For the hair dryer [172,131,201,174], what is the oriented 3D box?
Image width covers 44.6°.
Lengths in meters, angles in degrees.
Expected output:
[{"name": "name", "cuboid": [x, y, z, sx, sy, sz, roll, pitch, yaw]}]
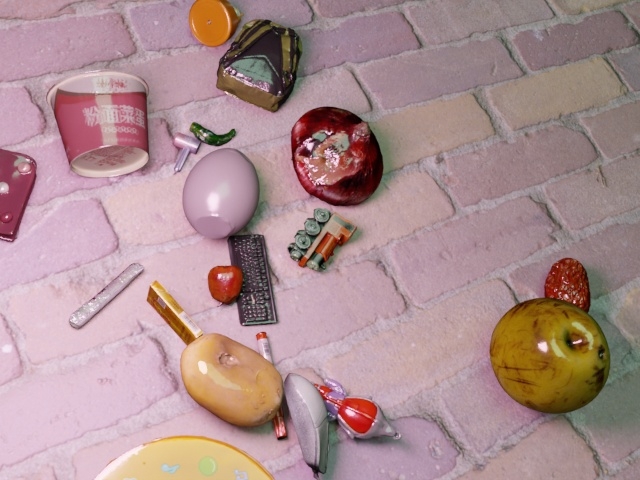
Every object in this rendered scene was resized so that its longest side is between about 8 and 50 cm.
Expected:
[{"name": "hair dryer", "cuboid": [-0.343, -0.208, 1.916, 0.063, 0.037, 0.114, 21, 64, -4]}]

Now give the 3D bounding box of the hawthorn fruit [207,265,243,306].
[{"name": "hawthorn fruit", "cuboid": [-0.215, 0.103, 1.759, 0.081, 0.081, 0.093, 1, 87, -18]}]

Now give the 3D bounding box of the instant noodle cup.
[{"name": "instant noodle cup", "cuboid": [-0.494, -0.259, 1.788, 0.234, 0.235, 0.178, -8, 74, -22]}]

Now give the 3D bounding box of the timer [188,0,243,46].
[{"name": "timer", "cuboid": [-0.265, -0.607, 2.132, 0.132, 0.132, 0.152, 39, 34, 6]}]

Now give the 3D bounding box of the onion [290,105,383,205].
[{"name": "onion", "cuboid": [0.054, -0.228, 1.963, 0.272, 0.195, 0.272, 13, 59, -23]}]

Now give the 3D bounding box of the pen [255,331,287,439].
[{"name": "pen", "cuboid": [-0.107, 0.313, 1.698, 0.028, 0.028, 0.239, -4, 63, -20]}]

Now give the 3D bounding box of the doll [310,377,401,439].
[{"name": "doll", "cuboid": [0.071, 0.375, 1.694, 0.227, 0.075, 0.102, 23, 71, 7]}]

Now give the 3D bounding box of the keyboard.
[{"name": "keyboard", "cuboid": [-0.157, 0.088, 1.812, 0.093, 0.025, 0.230, -4, 63, -17]}]

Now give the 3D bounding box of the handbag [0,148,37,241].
[{"name": "handbag", "cuboid": [-0.741, -0.109, 1.700, 0.203, 0.074, 0.216, 14, 58, -10]}]

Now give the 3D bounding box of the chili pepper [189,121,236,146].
[{"name": "chili pepper", "cuboid": [-0.273, -0.266, 1.969, 0.118, 0.035, 0.055, 6, 76, -11]}]

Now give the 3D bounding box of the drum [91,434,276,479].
[{"name": "drum", "cuboid": [-0.255, 0.572, 1.392, 0.431, 0.214, 0.431, 8, 60, -14]}]

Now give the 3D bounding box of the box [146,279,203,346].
[{"name": "box", "cuboid": [-0.314, 0.162, 1.680, 0.156, 0.089, 0.022, 46, 57, 11]}]

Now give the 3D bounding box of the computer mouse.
[{"name": "computer mouse", "cuboid": [-0.014, 0.381, 1.624, 0.068, 0.113, 0.229, -19, 81, 8]}]

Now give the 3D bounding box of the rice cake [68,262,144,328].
[{"name": "rice cake", "cuboid": [-0.460, 0.115, 1.690, 0.033, 0.033, 0.207, 41, 57, 5]}]

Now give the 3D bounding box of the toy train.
[{"name": "toy train", "cuboid": [0.000, 0.000, 1.889, 0.118, 0.074, 0.176, 34, 54, -2]}]

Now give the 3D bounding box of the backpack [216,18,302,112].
[{"name": "backpack", "cuboid": [-0.152, -0.475, 2.065, 0.207, 0.140, 0.253, 23, 61, -7]}]

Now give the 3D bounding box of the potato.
[{"name": "potato", "cuboid": [-0.186, 0.293, 1.613, 0.234, 0.146, 0.150, 31, 13, -6]}]

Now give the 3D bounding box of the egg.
[{"name": "egg", "cuboid": [-0.227, -0.115, 1.814, 0.176, 0.176, 0.232, 22, 52, -6]}]

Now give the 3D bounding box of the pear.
[{"name": "pear", "cuboid": [0.530, 0.260, 1.802, 0.283, 0.283, 0.283, 8, 59, -14]}]

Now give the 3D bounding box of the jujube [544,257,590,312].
[{"name": "jujube", "cuboid": [0.636, 0.126, 2.012, 0.112, 0.109, 0.176, 46, 39, -34]}]
